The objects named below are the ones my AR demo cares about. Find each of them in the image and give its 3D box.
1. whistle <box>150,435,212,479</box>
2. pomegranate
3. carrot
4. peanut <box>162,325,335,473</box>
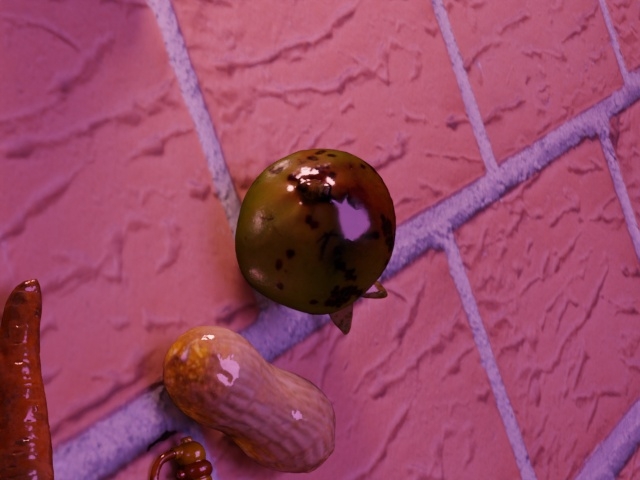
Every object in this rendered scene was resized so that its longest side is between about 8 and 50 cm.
[{"bbox_3d":[-0.107,0.219,1.296,0.046,0.057,0.109,136,-67,-75],"label":"whistle"},{"bbox_3d":[0.012,0.005,1.459,0.220,0.156,0.156,42,44,-48],"label":"pomegranate"},{"bbox_3d":[-0.218,0.120,1.147,0.047,0.047,0.191,24,54,-52],"label":"carrot"},{"bbox_3d":[-0.055,0.139,1.350,0.206,0.087,0.087,41,45,-42],"label":"peanut"}]
